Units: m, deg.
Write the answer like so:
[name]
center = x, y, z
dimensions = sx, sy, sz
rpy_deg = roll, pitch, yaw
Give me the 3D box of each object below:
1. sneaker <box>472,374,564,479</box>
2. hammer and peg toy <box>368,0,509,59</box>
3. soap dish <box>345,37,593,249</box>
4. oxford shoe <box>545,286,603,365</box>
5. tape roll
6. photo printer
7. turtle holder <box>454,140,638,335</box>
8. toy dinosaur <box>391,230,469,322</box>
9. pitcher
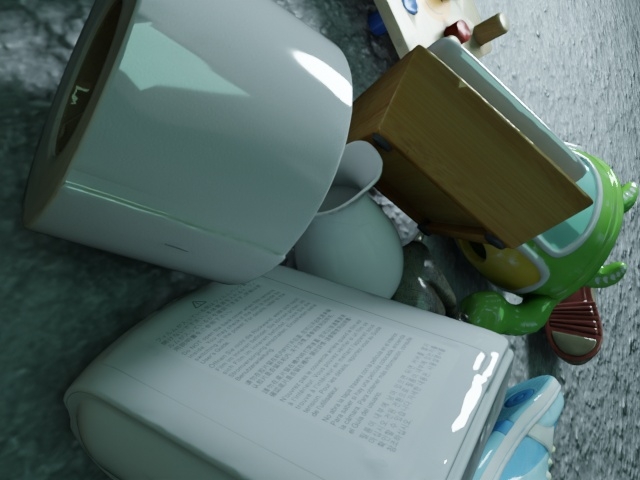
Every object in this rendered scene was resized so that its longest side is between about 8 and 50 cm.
[sneaker]
center = 0.299, 0.359, 0.726
dimensions = 0.319, 0.127, 0.208
rpy_deg = -33, 82, -30
[hammer and peg toy]
center = 0.194, -0.341, 0.810
dimensions = 0.266, 0.127, 0.361
rpy_deg = -37, 105, -39
[soap dish]
center = 0.138, -0.097, 0.600
dimensions = 0.229, 0.291, 0.118
rpy_deg = 39, 88, -9
[oxford shoe]
center = 0.494, 0.080, 1.014
dimensions = 0.130, 0.123, 0.348
rpy_deg = 47, 49, -56
[tape roll]
center = -0.115, -0.099, 0.419
dimensions = 0.169, 0.246, 0.246
rpy_deg = 21, 68, -37
[photo printer]
center = -0.026, 0.126, 0.415
dimensions = 0.256, 0.308, 0.107
rpy_deg = -35, 133, -52
[turtle holder]
center = 0.317, -0.016, 0.810
dimensions = 0.228, 0.243, 0.320
rpy_deg = 22, 107, -20
[toy dinosaur]
center = 0.134, 0.084, 0.679
dimensions = 0.160, 0.121, 0.313
rpy_deg = 46, 58, -41
[pitcher]
center = 0.000, 0.000, 0.570
dimensions = 0.207, 0.178, 0.125
rpy_deg = 68, 21, -48
